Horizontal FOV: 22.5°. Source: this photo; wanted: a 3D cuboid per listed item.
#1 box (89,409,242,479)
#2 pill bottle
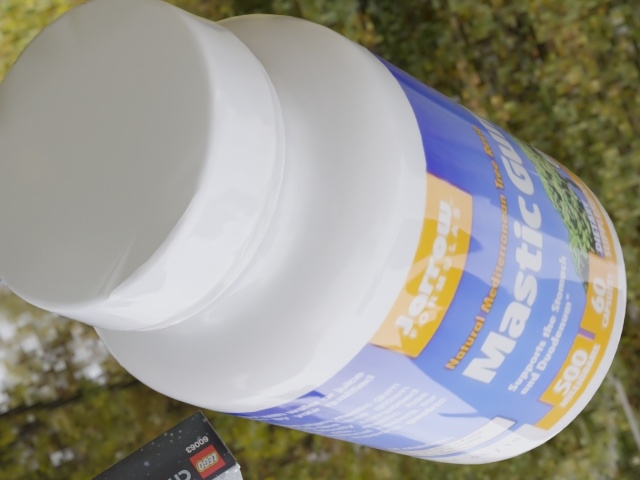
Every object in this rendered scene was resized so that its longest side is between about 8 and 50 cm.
[{"bbox_3d":[-0.143,0.210,0.930,0.233,0.044,0.159,-32,148,-14],"label":"box"},{"bbox_3d":[0.000,0.000,0.640,0.152,0.152,0.272,-16,158,31],"label":"pill bottle"}]
